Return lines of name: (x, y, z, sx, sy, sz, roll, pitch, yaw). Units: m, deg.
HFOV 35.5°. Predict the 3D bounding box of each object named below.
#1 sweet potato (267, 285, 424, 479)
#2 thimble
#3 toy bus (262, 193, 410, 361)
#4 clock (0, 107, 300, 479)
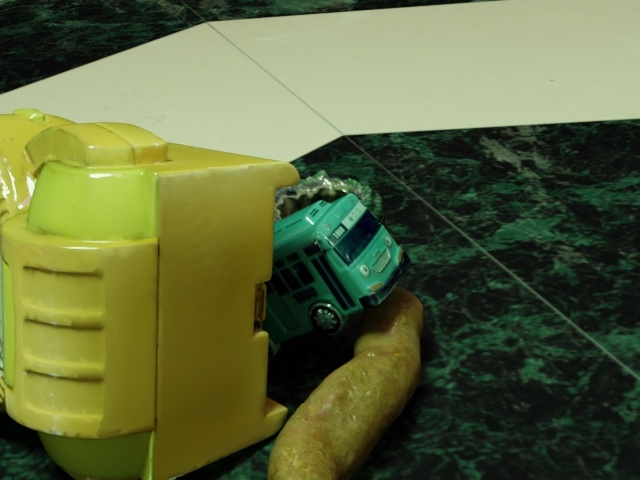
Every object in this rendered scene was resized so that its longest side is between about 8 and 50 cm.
sweet potato: (0.018, 0.125, 0.697, 0.067, 0.059, 0.281, 16, 33, 16)
thimble: (0.000, 0.001, 0.907, 0.118, 0.090, 0.135, 15, 32, 31)
toy bus: (-0.018, 0.029, 0.795, 0.160, 0.091, 0.079, -25, 15, 37)
clock: (-0.185, 0.025, 0.756, 0.200, 0.244, 0.317, -6, 16, -41)
